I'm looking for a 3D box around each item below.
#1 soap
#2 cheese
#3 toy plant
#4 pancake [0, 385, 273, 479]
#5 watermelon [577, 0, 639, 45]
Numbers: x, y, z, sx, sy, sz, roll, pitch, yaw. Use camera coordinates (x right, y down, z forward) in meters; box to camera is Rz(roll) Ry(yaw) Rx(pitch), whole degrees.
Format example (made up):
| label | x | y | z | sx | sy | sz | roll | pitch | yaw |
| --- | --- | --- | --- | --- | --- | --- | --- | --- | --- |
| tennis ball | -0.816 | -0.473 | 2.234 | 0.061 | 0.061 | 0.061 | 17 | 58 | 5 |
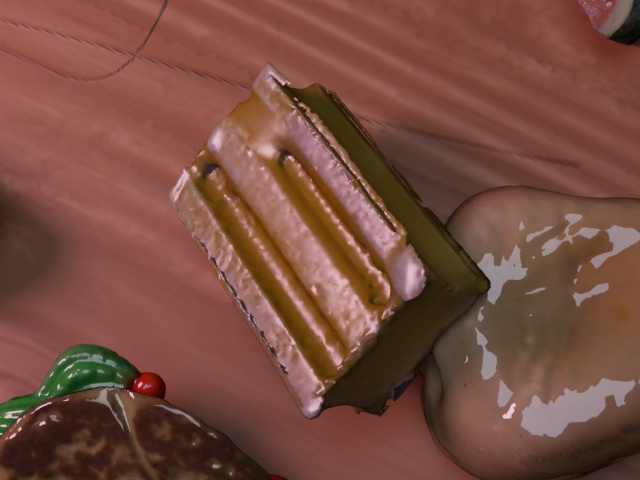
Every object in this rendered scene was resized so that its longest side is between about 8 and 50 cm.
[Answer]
| label | x | y | z | sx | sy | sz | roll | pitch | yaw |
| --- | --- | --- | --- | --- | --- | --- | --- | --- | --- |
| soap | -0.001 | 0.000 | 0.969 | 0.135 | 0.076 | 0.233 | -52 | 49 | 20 |
| cheese | 0.164 | 0.055 | 0.963 | 0.235 | 0.117 | 0.218 | -42 | 72 | -8 |
| toy plant | -0.123 | 0.180 | 0.986 | 0.240 | 0.088 | 0.155 | 38 | 94 | 3 |
| pancake | -0.127 | 0.214 | 0.938 | 0.250 | 0.031 | 0.250 | 2 | 111 | 5 |
| watermelon | 0.218 | -0.192 | 1.037 | 0.072 | 0.084 | 0.092 | 19 | 98 | 4 |
